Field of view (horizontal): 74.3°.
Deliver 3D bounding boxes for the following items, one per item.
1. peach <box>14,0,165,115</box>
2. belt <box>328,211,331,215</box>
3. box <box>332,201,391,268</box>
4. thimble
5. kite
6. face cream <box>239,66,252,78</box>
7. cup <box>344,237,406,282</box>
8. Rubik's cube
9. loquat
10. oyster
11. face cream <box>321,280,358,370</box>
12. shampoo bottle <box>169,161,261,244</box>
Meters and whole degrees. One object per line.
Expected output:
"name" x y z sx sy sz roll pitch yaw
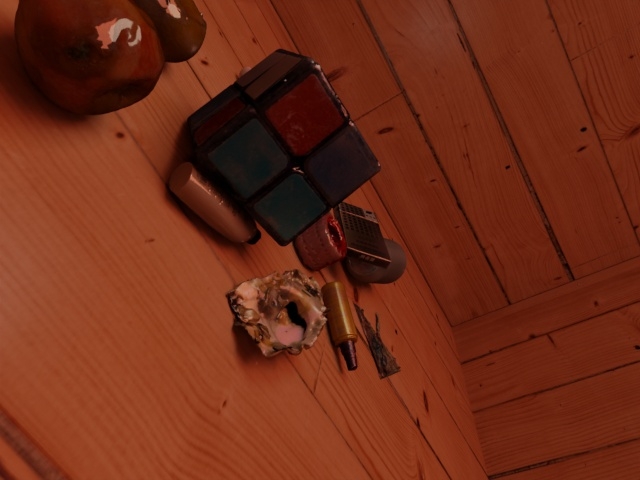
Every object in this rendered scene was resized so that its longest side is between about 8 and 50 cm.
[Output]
"peach" -0.364 -0.302 0.661 0.214 0.214 0.235 54 -2 -26
"belt" 0.019 -0.027 1.547 0.163 0.082 0.147 -97 164 -53
"box" 0.148 -0.032 1.589 0.181 0.047 0.324 17 33 -18
"thimble" 0.001 0.006 1.383 0.163 0.125 0.189 58 19 -22
"kite" 0.230 0.397 1.645 0.405 0.014 0.368 56 20 -22
"face cream" -0.221 -0.586 1.661 0.269 0.082 0.081 30 38 -60
"cup" 0.229 0.082 1.784 0.312 0.206 0.205 12 54 -65
"Rubik's cube" -0.098 -0.231 1.022 0.318 0.316 0.313 50 3 -33
"loquat" -0.377 -0.525 1.003 0.179 0.179 0.227 66 21 7
"oyster" -0.085 0.173 0.984 0.201 0.107 0.355 47 27 14
"face cream" 0.066 0.258 1.281 0.078 0.078 0.273 40 29 -51
"shampoo bottle" -0.220 -0.068 0.944 0.257 0.078 0.127 44 18 -45
